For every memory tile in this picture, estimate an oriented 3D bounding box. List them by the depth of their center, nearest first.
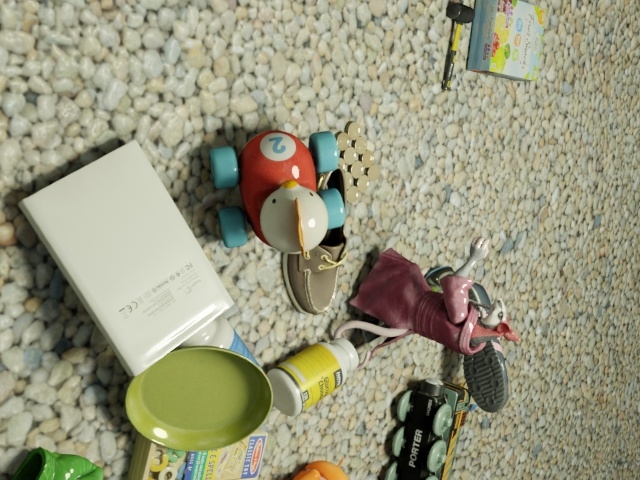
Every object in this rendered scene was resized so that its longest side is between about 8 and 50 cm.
[{"bbox_3d":[0.065,-0.159,1.587,0.113,0.012,0.148,-47,128,-25],"label":"memory tile"}]

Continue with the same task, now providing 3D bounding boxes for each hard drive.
[{"bbox_3d":[-0.291,0.025,1.203,0.203,0.040,0.307,-36,103,-31],"label":"hard drive"}]

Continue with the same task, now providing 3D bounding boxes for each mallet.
[{"bbox_3d":[0.291,-0.430,1.720,0.062,0.039,0.189,10,98,-46],"label":"mallet"}]

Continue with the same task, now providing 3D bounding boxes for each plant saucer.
[{"bbox_3d":[-0.201,0.257,1.296,0.241,0.037,0.240,-4,126,-6],"label":"plant saucer"}]

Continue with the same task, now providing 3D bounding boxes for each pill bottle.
[{"bbox_3d":[-0.190,0.206,1.361,0.124,0.124,0.221,-47,129,-25],"label":"pill bottle"},{"bbox_3d":[-0.013,0.267,1.560,0.184,0.103,0.103,-27,118,-36],"label":"pill bottle"}]

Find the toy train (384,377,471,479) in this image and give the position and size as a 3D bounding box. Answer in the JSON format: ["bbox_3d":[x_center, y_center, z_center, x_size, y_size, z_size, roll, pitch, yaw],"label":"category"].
[{"bbox_3d":[0.263,0.487,1.867,0.190,0.142,0.333,2,100,-54],"label":"toy train"}]

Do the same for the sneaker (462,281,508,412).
[{"bbox_3d":[0.407,0.252,1.891,0.131,0.112,0.318,-1,77,-51],"label":"sneaker"}]

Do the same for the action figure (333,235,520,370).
[{"bbox_3d":[0.222,0.146,1.565,0.276,0.370,0.248,-40,125,-29],"label":"action figure"}]

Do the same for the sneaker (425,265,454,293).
[{"bbox_3d":[0.259,0.135,1.803,0.188,0.078,0.067,-46,128,-26],"label":"sneaker"}]

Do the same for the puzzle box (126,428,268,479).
[{"bbox_3d":[-0.254,0.547,1.440,0.272,0.052,0.408,10,93,-45],"label":"puzzle box"}]

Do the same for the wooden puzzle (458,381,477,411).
[{"bbox_3d":[0.374,0.413,2.033,0.078,0.014,0.116,-40,126,-24],"label":"wooden puzzle"}]

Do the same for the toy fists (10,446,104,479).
[{"bbox_3d":[-0.440,0.465,1.205,0.142,0.096,0.279,40,72,-38],"label":"toy fists"}]

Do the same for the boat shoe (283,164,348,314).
[{"bbox_3d":[0.000,0.000,1.507,0.117,0.097,0.324,-13,109,-41],"label":"boat shoe"}]

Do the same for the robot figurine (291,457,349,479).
[{"bbox_3d":[-0.020,0.546,1.609,0.219,0.128,0.158,-41,101,-29],"label":"robot figurine"}]

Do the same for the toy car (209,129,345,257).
[{"bbox_3d":[-0.053,-0.065,1.293,0.219,0.238,0.210,-11,110,-13],"label":"toy car"}]

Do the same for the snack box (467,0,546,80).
[{"bbox_3d":[0.439,-0.472,1.823,0.207,0.070,0.174,-4,103,-45],"label":"snack box"}]
